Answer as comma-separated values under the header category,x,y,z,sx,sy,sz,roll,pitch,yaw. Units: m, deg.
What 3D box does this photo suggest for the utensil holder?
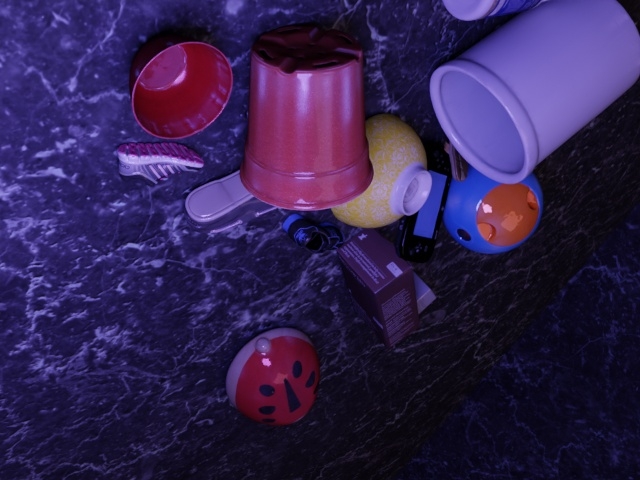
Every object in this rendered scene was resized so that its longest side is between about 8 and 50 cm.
category,x,y,z,sx,sy,sz,roll,pitch,yaw
utensil holder,0.510,-0.377,1.595,0.385,0.327,0.328,-38,147,-11

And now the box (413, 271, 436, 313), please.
category,x,y,z,sx,sy,sz,roll,pitch,yaw
box,0.314,0.172,2.226,0.087,0.101,0.102,-42,149,1

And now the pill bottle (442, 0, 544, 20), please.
category,x,y,z,sx,sy,sz,roll,pitch,yaw
pill bottle,0.393,-0.557,1.409,0.264,0.153,0.153,-19,141,-30

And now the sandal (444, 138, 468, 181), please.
category,x,y,z,sx,sy,sz,roll,pitch,yaw
sandal,0.355,-0.238,1.767,0.072,0.180,0.049,14,162,-38

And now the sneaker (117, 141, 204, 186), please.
category,x,y,z,sx,sy,sz,roll,pitch,yaw
sneaker,-0.305,-0.139,1.261,0.170,0.063,0.075,-3,131,-38

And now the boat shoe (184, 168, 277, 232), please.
category,x,y,z,sx,sy,sz,roll,pitch,yaw
boat shoe,-0.136,-0.110,1.443,0.335,0.112,0.095,-23,161,-17

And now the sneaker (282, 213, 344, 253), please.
category,x,y,z,sx,sy,sz,roll,pitch,yaw
sneaker,0.000,0.000,1.711,0.232,0.090,0.081,15,118,-52

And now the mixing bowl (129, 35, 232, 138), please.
category,x,y,z,sx,sy,sz,roll,pitch,yaw
mixing bowl,-0.250,-0.274,1.126,0.181,0.098,0.181,-27,145,-21

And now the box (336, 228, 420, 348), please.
category,x,y,z,sx,sy,sz,roll,pitch,yaw
box,0.178,0.147,1.975,0.143,0.191,0.381,-34,146,-12

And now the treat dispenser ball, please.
category,x,y,z,sx,sy,sz,roll,pitch,yaw
treat dispenser ball,0.487,-0.105,1.910,0.288,0.288,0.288,-27,145,-21

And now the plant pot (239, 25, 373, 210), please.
category,x,y,z,sx,sy,sz,roll,pitch,yaw
plant pot,-0.027,-0.244,1.268,0.272,0.272,0.265,-23,135,-26

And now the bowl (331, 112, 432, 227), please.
category,x,y,z,sx,sy,sz,roll,pitch,yaw
bowl,0.172,-0.144,1.602,0.289,0.156,0.290,-31,136,-35

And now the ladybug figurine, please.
category,x,y,z,sx,sy,sz,roll,pitch,yaw
ladybug figurine,-0.126,0.428,2.015,0.305,0.162,0.449,-34,146,-12

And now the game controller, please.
category,x,y,z,sx,sy,sz,roll,pitch,yaw
game controller,0.284,-0.098,1.793,0.166,0.067,0.319,11,95,-42
